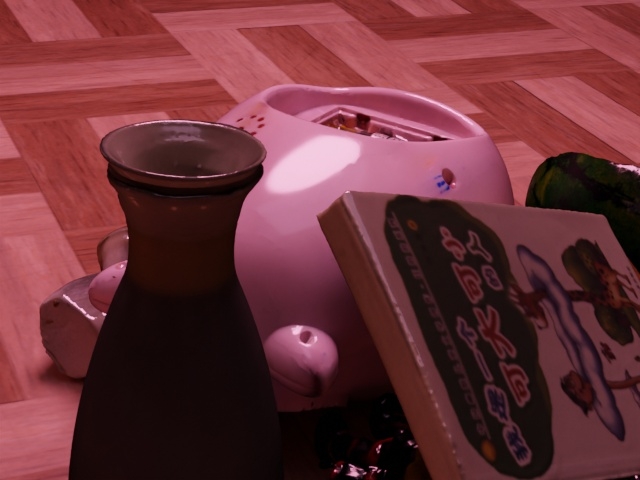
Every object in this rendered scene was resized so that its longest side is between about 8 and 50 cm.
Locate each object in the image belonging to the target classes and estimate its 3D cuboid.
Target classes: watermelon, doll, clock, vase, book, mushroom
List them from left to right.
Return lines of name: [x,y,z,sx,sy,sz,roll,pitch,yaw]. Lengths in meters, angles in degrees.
mushroom: [-0.201,0.052,1.359,0.092,0.081,0.223,13,27,7]
vase: [-0.108,0.077,1.047,0.173,0.321,0.173,3,26,-1]
clock: [0.000,0.000,1.298,0.368,0.251,0.376,19,30,29]
doll: [0.089,0.193,1.105,0.127,0.088,0.248,-37,31,-11]
book: [0.182,0.082,1.137,0.371,0.043,0.260,2,55,-45]
watermelon: [0.357,-0.024,1.587,0.301,0.123,0.129,22,10,29]

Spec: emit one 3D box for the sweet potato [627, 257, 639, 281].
sweet potato: [0.323,0.085,1.384,0.067,0.059,0.281,42,14,-23]

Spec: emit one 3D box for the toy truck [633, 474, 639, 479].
toy truck: [0.221,0.219,0.953,0.286,0.111,0.136,-27,29,-16]
